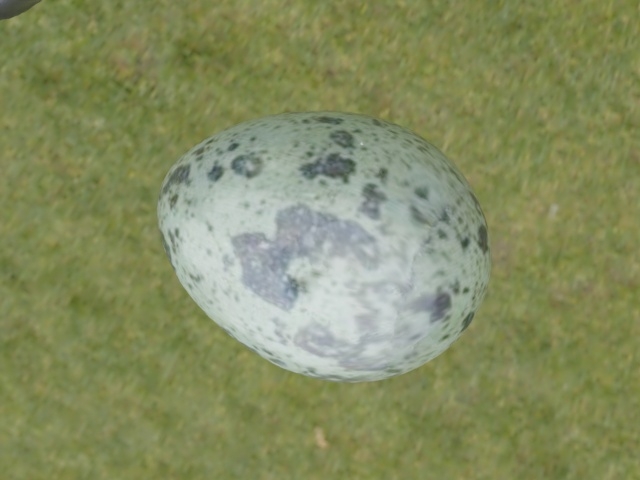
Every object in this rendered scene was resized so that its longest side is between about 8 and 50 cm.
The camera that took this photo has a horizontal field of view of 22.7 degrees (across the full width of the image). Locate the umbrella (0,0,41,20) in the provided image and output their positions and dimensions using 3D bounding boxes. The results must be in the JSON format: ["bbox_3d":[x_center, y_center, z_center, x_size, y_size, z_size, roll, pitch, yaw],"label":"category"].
[{"bbox_3d":[-0.226,-0.131,0.801,0.106,0.357,0.113,38,155,48],"label":"umbrella"}]

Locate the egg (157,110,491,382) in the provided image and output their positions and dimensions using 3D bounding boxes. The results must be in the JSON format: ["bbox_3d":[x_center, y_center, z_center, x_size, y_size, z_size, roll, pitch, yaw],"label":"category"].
[{"bbox_3d":[0.000,0.000,0.791,0.172,0.132,0.132,17,135,15],"label":"egg"}]
